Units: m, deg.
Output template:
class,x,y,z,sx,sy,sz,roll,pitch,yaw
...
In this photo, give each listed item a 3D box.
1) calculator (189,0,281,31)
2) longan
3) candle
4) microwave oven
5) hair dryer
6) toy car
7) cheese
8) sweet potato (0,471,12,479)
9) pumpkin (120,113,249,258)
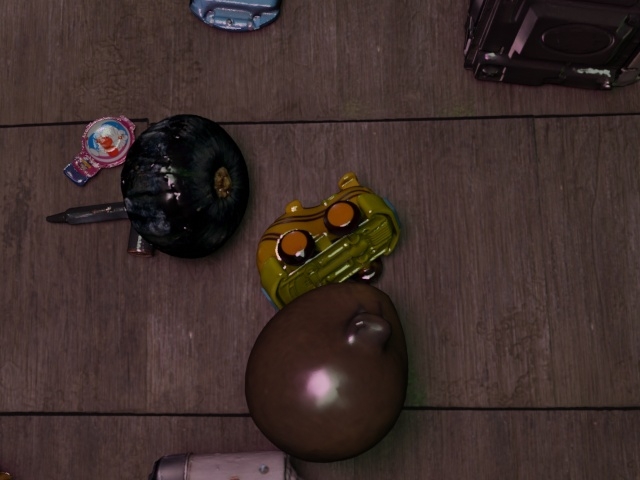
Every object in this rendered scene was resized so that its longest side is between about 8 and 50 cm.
class,x,y,z,sx,sy,sz,roll,pitch,yaw
calculator,-0.142,-0.513,1.648,0.173,0.051,0.293,7,78,4
longan,0.015,0.194,1.370,0.243,0.300,0.300,20,79,-11
candle,-0.098,0.412,1.391,0.330,0.187,0.187,-2,78,0
microwave oven,0.407,-0.411,1.437,0.333,0.394,0.247,6,78,3
hair dryer,-0.367,-0.067,1.568,0.195,0.050,0.173,6,76,6
toy car,0.000,0.000,1.478,0.248,0.200,0.142,-32,57,-7
cheese,-0.381,-0.157,1.587,0.095,0.038,0.145,40,81,9
sweet potato,-0.623,0.348,1.462,0.310,0.098,0.124,1,70,11
pumpkin,-0.213,-0.085,1.477,0.163,0.233,0.233,-6,77,25
